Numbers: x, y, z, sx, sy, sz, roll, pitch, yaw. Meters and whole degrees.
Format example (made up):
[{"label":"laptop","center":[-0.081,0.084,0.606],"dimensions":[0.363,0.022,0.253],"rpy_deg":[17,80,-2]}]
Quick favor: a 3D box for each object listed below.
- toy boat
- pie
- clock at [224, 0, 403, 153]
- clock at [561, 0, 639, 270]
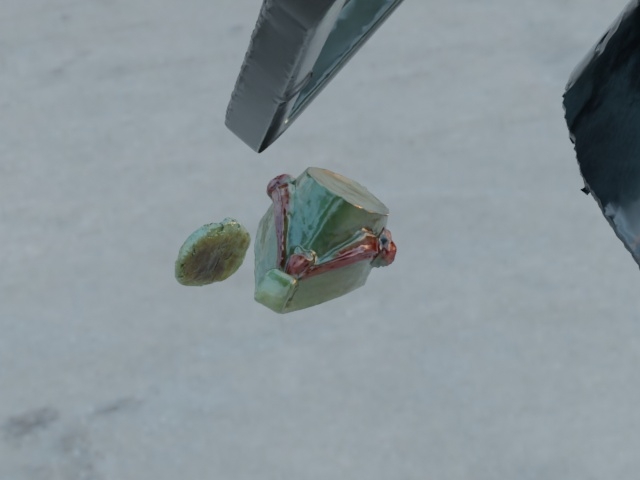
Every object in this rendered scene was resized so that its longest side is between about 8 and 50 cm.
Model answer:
[{"label":"toy boat","center":[0.000,-0.001,1.066],"dimensions":[0.089,0.071,0.185],"rpy_deg":[31,10,6]},{"label":"pie","center":[-0.102,0.014,1.689],"dimensions":[0.084,0.084,0.020],"rpy_deg":[-24,52,-28]},{"label":"clock","center":[0.057,-0.175,0.805],"dimensions":[0.279,0.049,0.273],"rpy_deg":[-48,-1,-13]},{"label":"clock","center":[0.260,-0.012,0.790],"dimensions":[0.319,0.066,0.319],"rpy_deg":[21,34,-15]}]
